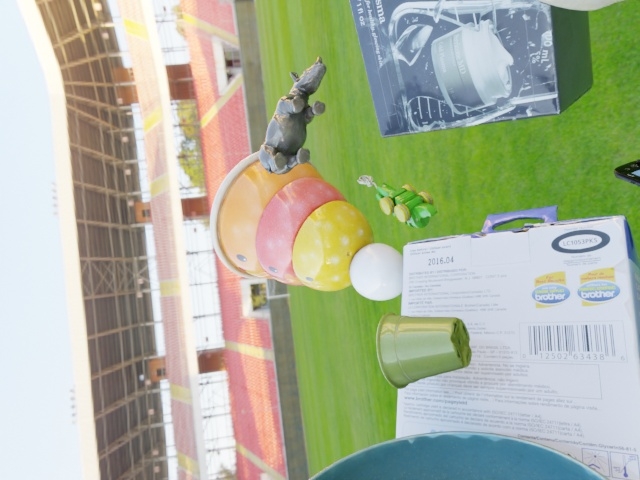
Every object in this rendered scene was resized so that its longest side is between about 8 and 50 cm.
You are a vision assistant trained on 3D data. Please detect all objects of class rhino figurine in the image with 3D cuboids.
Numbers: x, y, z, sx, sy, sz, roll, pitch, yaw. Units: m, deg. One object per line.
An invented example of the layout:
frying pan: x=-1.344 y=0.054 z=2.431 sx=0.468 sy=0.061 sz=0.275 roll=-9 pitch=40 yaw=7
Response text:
rhino figurine: x=-0.045 y=-0.225 z=0.833 sx=0.106 sy=0.073 sz=0.244 roll=0 pitch=69 yaw=61

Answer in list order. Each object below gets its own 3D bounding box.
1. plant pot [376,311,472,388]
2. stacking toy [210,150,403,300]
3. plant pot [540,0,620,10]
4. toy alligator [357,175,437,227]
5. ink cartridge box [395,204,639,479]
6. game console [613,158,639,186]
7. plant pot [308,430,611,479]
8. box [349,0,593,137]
plant pot: x=0.114 y=0.113 z=0.498 sx=0.083 sy=0.079 sz=0.083 roll=25 pitch=-123 yaw=-47
stacking toy: x=0.000 y=0.000 z=1.066 sx=0.479 sy=0.350 sz=0.351 roll=27 pitch=131 yaw=44
plant pot: x=0.302 y=-0.417 z=0.436 sx=0.305 sy=0.333 sz=0.334 roll=90 pitch=171 yaw=-67
toy alligator: x=0.123 y=-0.059 z=0.750 sx=0.189 sy=0.056 sz=0.051 roll=36 pitch=150 yaw=53
ink cartridge box: x=0.247 y=0.132 z=0.575 sx=0.151 sy=0.269 sz=0.396 roll=26 pitch=-117 yaw=-49
game console: x=0.843 y=-0.109 z=1.066 sx=0.361 sy=0.213 sz=0.044 roll=-129 pitch=32 yaw=-55
plant pot: x=0.106 y=0.312 z=0.351 sx=0.290 sy=0.290 sz=0.196 roll=-147 pitch=44 yaw=-82
box: x=0.357 y=-0.541 z=1.139 sx=0.471 sy=0.297 sz=0.480 roll=2 pitch=118 yaw=43
